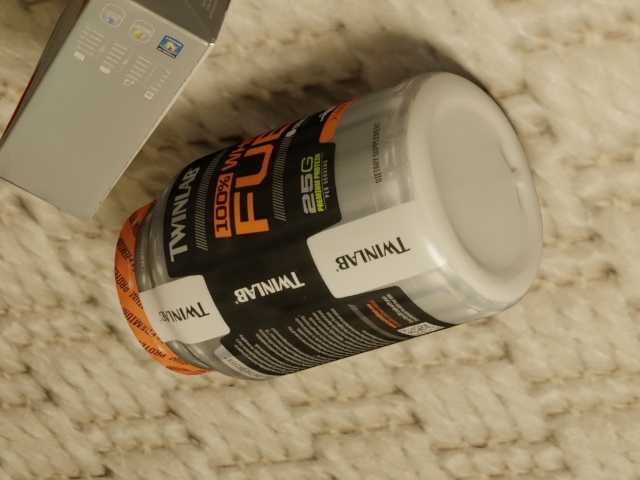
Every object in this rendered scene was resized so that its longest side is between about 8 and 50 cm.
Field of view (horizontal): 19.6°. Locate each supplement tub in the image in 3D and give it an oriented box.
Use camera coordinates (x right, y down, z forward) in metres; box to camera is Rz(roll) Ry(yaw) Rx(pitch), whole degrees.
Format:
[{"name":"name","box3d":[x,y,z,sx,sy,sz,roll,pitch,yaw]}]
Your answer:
[{"name":"supplement tub","box3d":[0.000,0.000,1.474,0.316,0.193,0.193,-19,128,33]}]

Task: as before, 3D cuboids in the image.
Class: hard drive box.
[{"name":"hard drive box","box3d":[-0.140,-0.154,1.357,0.089,0.181,0.232,28,138,-12]}]
